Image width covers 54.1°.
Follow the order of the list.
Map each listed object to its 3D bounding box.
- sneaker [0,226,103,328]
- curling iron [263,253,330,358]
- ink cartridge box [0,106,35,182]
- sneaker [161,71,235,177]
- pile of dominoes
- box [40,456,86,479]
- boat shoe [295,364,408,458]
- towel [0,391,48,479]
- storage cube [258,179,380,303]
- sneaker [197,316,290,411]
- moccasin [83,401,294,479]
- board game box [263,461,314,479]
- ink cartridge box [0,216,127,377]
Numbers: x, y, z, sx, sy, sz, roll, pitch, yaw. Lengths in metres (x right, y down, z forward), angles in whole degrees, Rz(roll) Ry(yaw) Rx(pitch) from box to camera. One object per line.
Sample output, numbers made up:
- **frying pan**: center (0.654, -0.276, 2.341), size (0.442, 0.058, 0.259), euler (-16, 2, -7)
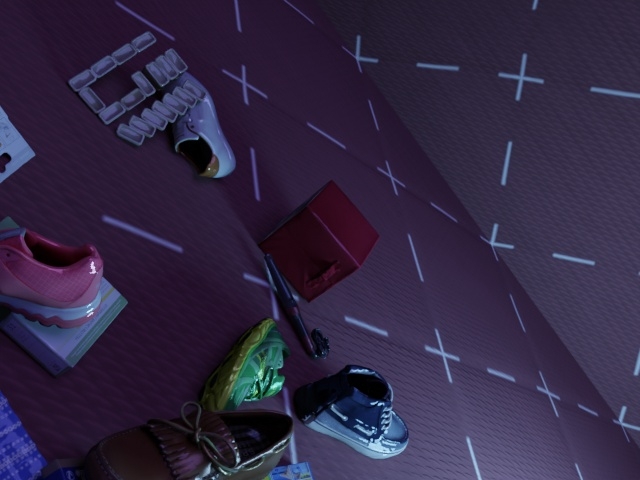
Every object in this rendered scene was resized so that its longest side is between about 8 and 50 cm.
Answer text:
- **sneaker**: center (-0.454, 0.024, 0.864), size (0.313, 0.136, 0.116), euler (11, 38, -25)
- **curling iron**: center (-0.061, 0.154, 1.449), size (0.274, 0.035, 0.068), euler (58, 26, 4)
- **ink cartridge box**: center (-0.603, -0.190, 1.031), size (0.225, 0.056, 0.181), euler (62, 25, -26)
- **sneaker**: center (-0.305, -0.279, 1.461), size (0.290, 0.105, 0.123), euler (59, 28, 4)
- **pile of dominoes**: center (-0.398, -0.330, 1.390), size (0.196, 0.040, 0.251), euler (50, 59, -11)
- **box**: center (-0.280, 0.397, 0.829), size (0.225, 0.036, 0.136), euler (61, 9, 23)
- **boat shoe**: center (0.118, 0.374, 1.360), size (0.340, 0.158, 0.127), euler (29, 39, -37)
- **towel**: center (-0.434, 0.318, 0.756), size (0.336, 0.040, 0.243), euler (56, 31, 1)
- **storage cube**: center (0.000, 0.000, 1.542), size (0.193, 0.183, 0.215), euler (49, 31, -7)
- **sneaker**: center (-0.127, 0.254, 1.183), size (0.123, 0.109, 0.295), euler (47, 30, -5)
- **moccasin**: center (-0.175, 0.314, 0.942), size (0.380, 0.147, 0.139), euler (18, 25, -49)
- **board game box**: center (-0.078, 0.474, 1.108), size (0.201, 0.035, 0.136), euler (14, 49, -48)
- **ink cartridge box**: center (-0.439, 0.074, 0.978), size (0.235, 0.056, 0.171), euler (49, 31, -15)
